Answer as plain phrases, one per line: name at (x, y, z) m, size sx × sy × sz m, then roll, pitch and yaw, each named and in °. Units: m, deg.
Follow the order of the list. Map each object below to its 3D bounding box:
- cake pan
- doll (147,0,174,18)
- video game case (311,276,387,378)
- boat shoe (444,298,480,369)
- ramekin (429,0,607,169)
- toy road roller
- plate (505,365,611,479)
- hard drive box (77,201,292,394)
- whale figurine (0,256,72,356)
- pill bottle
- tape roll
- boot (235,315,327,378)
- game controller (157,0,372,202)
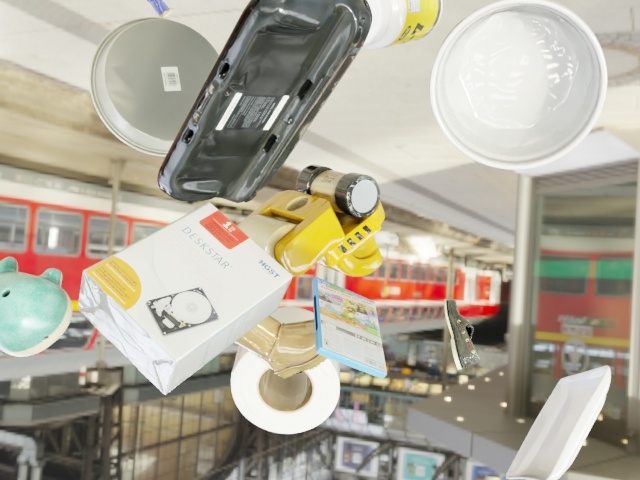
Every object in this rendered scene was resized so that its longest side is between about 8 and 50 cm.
cake pan at (-0.315, -0.319, 1.454) m, size 0.293 × 0.292 × 0.054 m, roll 5°, pitch 173°, yaw -26°
doll at (-0.467, -0.677, 1.892) m, size 0.189 × 0.046 × 0.129 m, roll 55°, pitch 160°, yaw -24°
video game case at (0.043, 0.134, 1.124) m, size 0.119 × 0.015 × 0.166 m, roll 24°, pitch -149°, yaw -20°
boat shoe at (0.227, 0.146, 1.150) m, size 0.042 × 0.133 × 0.049 m, roll -19°, pitch 132°, yaw 13°
ramekin at (0.246, -0.202, 0.898) m, size 0.207 × 0.207 × 0.109 m, roll 3°, pitch -156°, yaw 15°
toy road roller at (0.000, 0.000, 1.572) m, size 0.330 × 0.240 × 0.203 m, roll -38°, pitch -149°, yaw -23°
plate at (0.525, 0.412, 1.557) m, size 0.045 × 0.278 × 0.277 m, roll 34°, pitch 164°, yaw 6°
hard drive box at (-0.186, 0.072, 1.003) m, size 0.181 × 0.089 × 0.232 m, roll 40°, pitch -135°, yaw 15°
whale figurine at (-0.659, 0.122, 1.531) m, size 0.272 × 0.216 × 0.141 m, roll 40°, pitch 161°, yaw 33°
pill bottle at (0.101, -0.368, 1.136) m, size 0.119 × 0.119 × 0.208 m, roll 2°, pitch -161°, yaw 34°
tape roll at (-0.075, 0.299, 1.659) m, size 0.246 × 0.246 × 0.169 m, roll 4°, pitch -159°, yaw 0°
boot at (-0.117, 0.140, 1.304) m, size 0.270 × 0.089 × 0.236 m, roll 37°, pitch 132°, yaw -16°
game controller at (-0.070, -0.158, 0.826) m, size 0.167 × 0.067 × 0.319 m, roll 1°, pitch 140°, yaw -40°
